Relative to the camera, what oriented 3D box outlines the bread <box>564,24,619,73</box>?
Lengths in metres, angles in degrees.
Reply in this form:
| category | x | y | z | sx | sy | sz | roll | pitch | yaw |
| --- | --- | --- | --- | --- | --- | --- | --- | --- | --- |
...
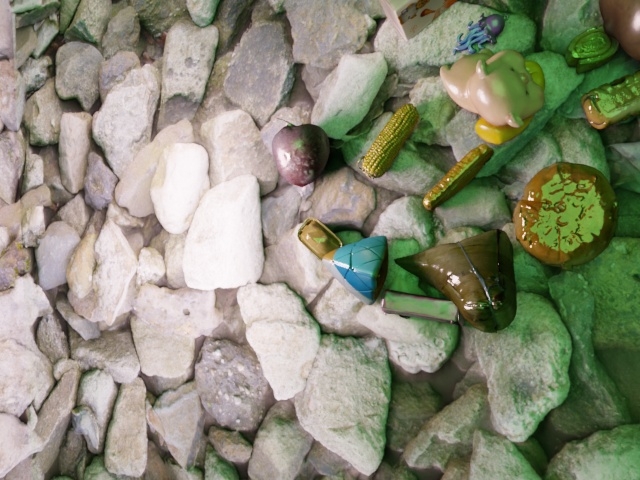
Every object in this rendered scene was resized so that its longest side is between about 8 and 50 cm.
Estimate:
| category | x | y | z | sx | sy | sz | roll | pitch | yaw |
| --- | --- | --- | --- | --- | --- | --- | --- | --- | --- |
| bread | 0.856 | -0.603 | 1.601 | 0.156 | 0.064 | 0.117 | -21 | 75 | 18 |

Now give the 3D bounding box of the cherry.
| category | x | y | z | sx | sy | sz | roll | pitch | yaw |
| --- | --- | --- | --- | --- | --- | --- | --- | --- | --- |
| cherry | -0.073 | -0.326 | 1.842 | 0.213 | 0.183 | 0.266 | -2 | 101 | 27 |

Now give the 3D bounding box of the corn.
| category | x | y | z | sx | sy | sz | roll | pitch | yaw |
| --- | --- | --- | --- | --- | --- | --- | --- | --- | --- |
| corn | 0.244 | -0.348 | 1.779 | 0.106 | 0.106 | 0.293 | 35 | 93 | 18 |

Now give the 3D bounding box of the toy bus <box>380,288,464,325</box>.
| category | x | y | z | sx | sy | sz | roll | pitch | yaw |
| --- | --- | --- | --- | --- | --- | --- | --- | --- | --- |
| toy bus | 0.342 | 0.225 | 1.694 | 0.274 | 0.112 | 0.090 | 7 | 81 | 19 |

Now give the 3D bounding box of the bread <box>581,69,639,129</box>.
| category | x | y | z | sx | sy | sz | roll | pitch | yaw |
| --- | --- | --- | --- | --- | --- | --- | --- | --- | --- |
| bread | 0.931 | -0.434 | 1.553 | 0.225 | 0.081 | 0.134 | -19 | 85 | 15 |

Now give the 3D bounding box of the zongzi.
| category | x | y | z | sx | sy | sz | roll | pitch | yaw |
| --- | --- | --- | --- | --- | --- | --- | --- | --- | --- |
| zongzi | 0.406 | 0.142 | 1.577 | 0.393 | 0.356 | 0.174 | -11 | 125 | 22 |

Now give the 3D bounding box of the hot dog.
| category | x | y | z | sx | sy | sz | roll | pitch | yaw |
| --- | --- | --- | --- | --- | --- | --- | --- | --- | --- |
| hot dog | 0.458 | -0.214 | 1.705 | 0.289 | 0.083 | 0.068 | -43 | 55 | 11 |

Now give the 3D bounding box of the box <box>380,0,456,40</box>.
| category | x | y | z | sx | sy | sz | roll | pitch | yaw |
| --- | --- | --- | --- | --- | --- | --- | --- | --- | --- |
| box | 0.372 | -0.876 | 1.705 | 0.341 | 0.225 | 0.143 | -35 | 74 | 14 |

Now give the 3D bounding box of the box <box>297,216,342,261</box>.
| category | x | y | z | sx | sy | sz | roll | pitch | yaw |
| --- | --- | --- | --- | --- | --- | --- | --- | --- | --- |
| box | 0.000 | 0.000 | 1.831 | 0.177 | 0.111 | 0.111 | 42 | 99 | 17 |

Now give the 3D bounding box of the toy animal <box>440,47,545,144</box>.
| category | x | y | z | sx | sy | sz | roll | pitch | yaw |
| --- | --- | --- | --- | --- | --- | --- | --- | --- | --- |
| toy animal | 0.567 | -0.504 | 1.596 | 0.277 | 0.247 | 0.345 | -34 | 76 | 12 |

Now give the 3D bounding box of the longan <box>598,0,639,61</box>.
| category | x | y | z | sx | sy | sz | roll | pitch | yaw |
| --- | --- | --- | --- | --- | --- | --- | --- | --- | --- |
| longan | 0.976 | -0.674 | 1.426 | 0.361 | 0.361 | 0.361 | -2 | 85 | 19 |

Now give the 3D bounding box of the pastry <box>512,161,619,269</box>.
| category | x | y | z | sx | sy | sz | roll | pitch | yaw |
| --- | --- | --- | --- | --- | --- | --- | --- | --- | --- |
| pastry | 0.739 | -0.071 | 1.536 | 0.285 | 0.184 | 0.315 | 13 | 91 | 26 |

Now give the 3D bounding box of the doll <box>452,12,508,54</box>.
| category | x | y | z | sx | sy | sz | roll | pitch | yaw |
| --- | --- | --- | --- | --- | --- | --- | --- | --- | --- |
| doll | 0.540 | -0.701 | 1.721 | 0.206 | 0.067 | 0.110 | -27 | 92 | 27 |

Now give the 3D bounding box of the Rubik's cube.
| category | x | y | z | sx | sy | sz | roll | pitch | yaw |
| --- | --- | --- | --- | --- | --- | --- | --- | --- | --- |
| Rubik's cube | 0.131 | 0.061 | 1.742 | 0.254 | 0.254 | 0.254 | -2 | 85 | 19 |
